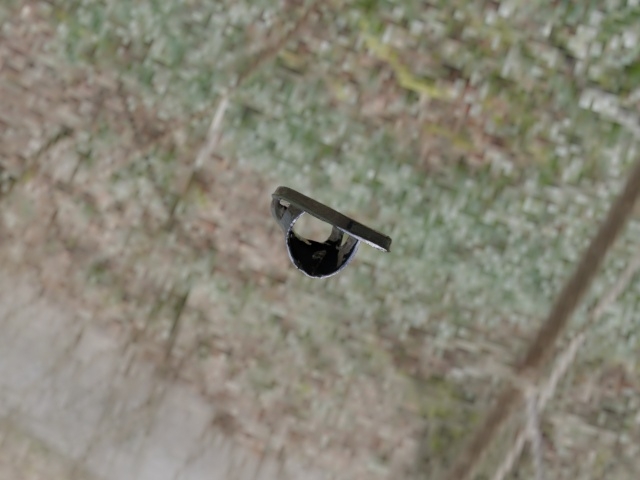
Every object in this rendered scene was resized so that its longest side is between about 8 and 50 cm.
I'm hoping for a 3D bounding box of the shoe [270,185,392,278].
[{"bbox_3d":[0.000,0.000,1.309,0.062,0.053,0.159,22,179,-23],"label":"shoe"}]
